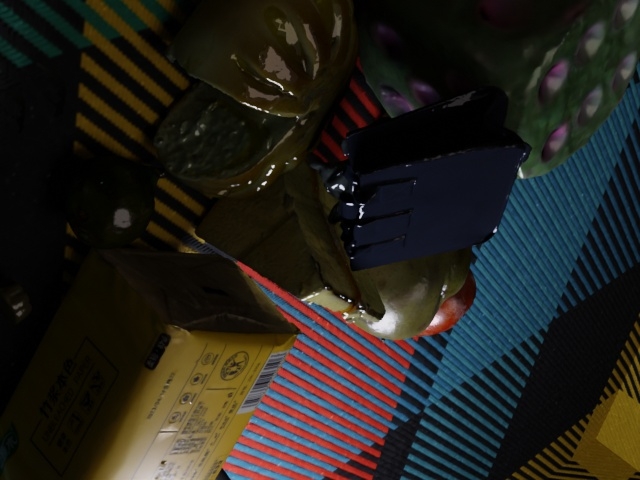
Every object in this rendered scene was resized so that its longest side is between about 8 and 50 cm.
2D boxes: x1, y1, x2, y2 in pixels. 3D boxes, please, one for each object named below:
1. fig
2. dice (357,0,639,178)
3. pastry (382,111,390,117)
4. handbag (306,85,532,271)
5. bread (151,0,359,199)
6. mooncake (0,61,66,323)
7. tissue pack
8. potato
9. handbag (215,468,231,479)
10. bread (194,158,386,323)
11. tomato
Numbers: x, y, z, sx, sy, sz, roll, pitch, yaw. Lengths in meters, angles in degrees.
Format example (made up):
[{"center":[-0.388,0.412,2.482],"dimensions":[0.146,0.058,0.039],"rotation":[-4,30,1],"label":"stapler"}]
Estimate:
[{"center":[-0.253,-0.056,1.584],"dimensions":[0.117,0.117,0.177],"rotation":[-66,172,23],"label":"fig"},{"center":[0.266,-0.299,1.834],"dimensions":[0.322,0.330,0.318],"rotation":[-44,153,-19],"label":"dice"},{"center":[0.099,-0.092,2.062],"dimensions":[0.265,0.103,0.112],"rotation":[-56,158,2],"label":"pastry"},{"center":[0.122,-0.074,1.702],"dimensions":[0.269,0.118,0.326],"rotation":[-14,156,-8],"label":"handbag"},{"center":[-0.064,-0.203,1.623],"dimensions":[0.333,0.160,0.333],"rotation":[-40,152,-26],"label":"bread"},{"center":[-0.353,-0.041,1.476],"dimensions":[0.057,0.150,0.347],"rotation":[-39,171,-49],"label":"mooncake"},{"center":[-0.250,0.216,1.744],"dimensions":[0.293,0.228,0.382],"rotation":[7,118,-54],"label":"tissue pack"},{"center":[0.161,0.017,2.200],"dimensions":[0.351,0.202,0.218],"rotation":[-55,144,-24],"label":"potato"},{"center":[-0.278,0.475,2.139],"dimensions":[0.285,0.113,0.257],"rotation":[-36,143,-15],"label":"handbag"},{"center":[0.000,0.000,1.872],"dimensions":[0.198,0.236,0.263],"rotation":[-55,153,5],"label":"bread"},{"center":[0.202,0.094,2.400],"dimensions":[0.187,0.151,0.187],"rotation":[-43,-166,14],"label":"tomato"}]
